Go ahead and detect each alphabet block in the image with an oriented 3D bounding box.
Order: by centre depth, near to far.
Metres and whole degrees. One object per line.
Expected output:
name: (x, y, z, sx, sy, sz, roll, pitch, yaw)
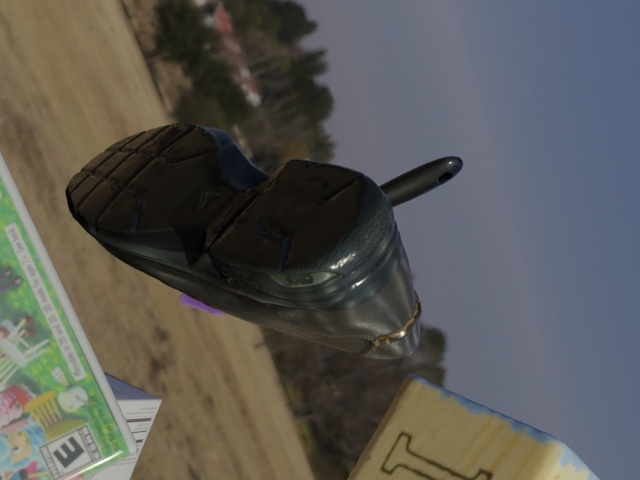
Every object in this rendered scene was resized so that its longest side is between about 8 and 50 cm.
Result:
alphabet block: (0.144, 0.277, 1.192, 0.193, 0.197, 0.192, 20, -18, 43)

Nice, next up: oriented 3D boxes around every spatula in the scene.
spatula: (0.000, 0.000, 1.110, 0.084, 0.296, 0.030, 25, 38, -54)

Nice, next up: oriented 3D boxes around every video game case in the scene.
video game case: (-0.223, 0.053, 0.623, 0.212, 0.193, 0.023, 64, -17, 4)

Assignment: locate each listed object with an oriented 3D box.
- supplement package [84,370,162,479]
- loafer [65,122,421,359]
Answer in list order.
supplement package: (-0.307, 0.172, 1.146, 0.204, 0.145, 0.262, 23, 0, 18)
loafer: (-0.033, 0.002, 0.445, 0.170, 0.062, 0.061, 23, -29, 48)
